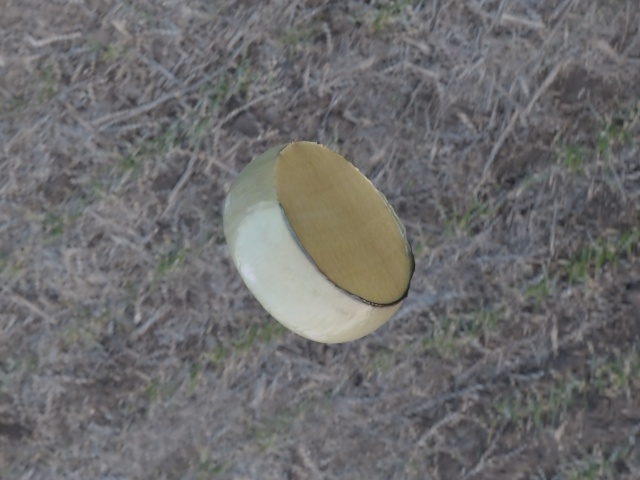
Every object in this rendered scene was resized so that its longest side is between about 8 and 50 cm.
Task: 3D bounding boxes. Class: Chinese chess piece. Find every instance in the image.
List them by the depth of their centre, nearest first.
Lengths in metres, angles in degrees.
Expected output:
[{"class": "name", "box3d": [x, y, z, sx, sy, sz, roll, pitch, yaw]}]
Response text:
[{"class": "Chinese chess piece", "box3d": [0.000, 0.000, 1.384, 0.103, 0.250, 0.250, -35, 109, 31]}]
